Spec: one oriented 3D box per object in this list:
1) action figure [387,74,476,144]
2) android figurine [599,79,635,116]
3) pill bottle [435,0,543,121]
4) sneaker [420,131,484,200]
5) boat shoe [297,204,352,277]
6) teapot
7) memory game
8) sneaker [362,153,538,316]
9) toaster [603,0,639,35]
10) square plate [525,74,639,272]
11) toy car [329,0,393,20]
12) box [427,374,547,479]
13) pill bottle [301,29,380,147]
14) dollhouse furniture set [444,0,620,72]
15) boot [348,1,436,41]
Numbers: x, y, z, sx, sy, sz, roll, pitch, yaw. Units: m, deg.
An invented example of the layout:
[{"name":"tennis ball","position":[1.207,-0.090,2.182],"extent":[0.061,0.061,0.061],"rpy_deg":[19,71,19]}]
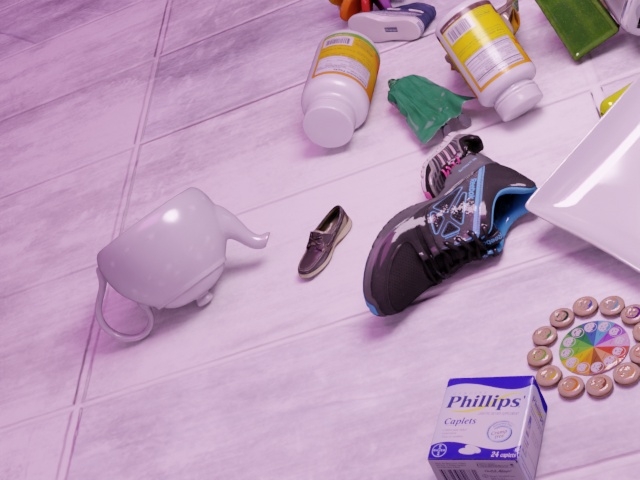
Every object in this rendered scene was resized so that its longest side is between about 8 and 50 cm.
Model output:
[{"name":"action figure","position":[0.195,-0.264,2.051],"extent":[0.137,0.063,0.232],"rpy_deg":[-37,40,-6]},{"name":"android figurine","position":[0.552,-0.184,1.719],"extent":[0.273,0.056,0.248],"rpy_deg":[-32,36,-7]},{"name":"pill bottle","position":[0.307,-0.324,1.927],"extent":[0.117,0.117,0.215],"rpy_deg":[-31,77,-1]},{"name":"sneaker","position":[0.234,-0.133,1.866],"extent":[0.075,0.063,0.170],"rpy_deg":[-4,38,40]},{"name":"boat shoe","position":[0.000,0.000,1.879],"extent":[0.056,0.049,0.152],"rpy_deg":[5,48,38]},{"name":"teapot","position":[-0.264,0.041,1.913],"extent":[0.256,0.187,0.252],"rpy_deg":[-31,6,46]},{"name":"memory game","position":[0.375,0.145,1.479],"extent":[0.186,0.012,0.186],"rpy_deg":[-18,37,15]},{"name":"sneaker","position":[0.203,-0.006,1.686],"extent":[0.140,0.125,0.341],"rpy_deg":[25,65,43]},{"name":"toaster","position":[0.598,-0.441,1.892],"extent":[0.227,0.129,0.146],"rpy_deg":[2,42,-8]},{"name":"square plate","position":[0.534,-0.095,1.566],"extent":[0.344,0.049,0.347],"rpy_deg":[-48,46,-5]},{"name":"toy car","position":[0.113,-0.559,2.416],"extent":[0.182,0.159,0.136],"rpy_deg":[-27,71,3]},{"name":"box","position":[0.221,0.252,1.407],"extent":[0.126,0.072,0.137],"rpy_deg":[-6,42,28]},{"name":"pill bottle","position":[0.037,-0.301,2.142],"extent":[0.136,0.136,0.245],"rpy_deg":[-11,40,24]},{"name":"dollhouse furniture set","position":[0.406,-0.397,2.067],"extent":[0.302,0.151,0.197],"rpy_deg":[-34,12,25]},{"name":"boot","position":[0.159,-0.482,2.346],"extent":[0.190,0.069,0.086],"rpy_deg":[13,46,33]}]
